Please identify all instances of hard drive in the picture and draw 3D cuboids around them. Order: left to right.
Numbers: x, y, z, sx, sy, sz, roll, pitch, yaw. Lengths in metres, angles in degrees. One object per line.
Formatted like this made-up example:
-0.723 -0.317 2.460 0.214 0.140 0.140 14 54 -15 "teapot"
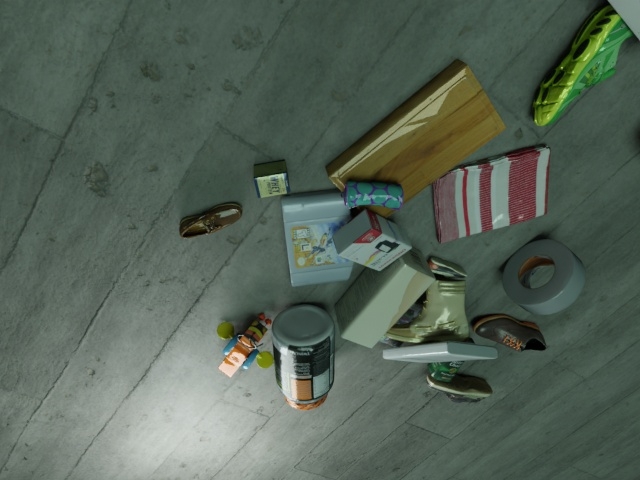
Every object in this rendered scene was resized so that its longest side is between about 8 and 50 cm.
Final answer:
0.374 0.362 1.479 0.203 0.040 0.308 12 158 -27 "hard drive"

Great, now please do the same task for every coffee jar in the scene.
0.463 0.411 1.623 0.096 0.079 0.184 16 119 -19 "coffee jar"

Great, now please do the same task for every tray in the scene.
0.237 -0.234 1.167 0.411 0.076 0.203 -37 120 17 "tray"

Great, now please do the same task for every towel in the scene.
0.483 -0.124 1.299 0.329 0.037 0.236 -15 125 1 "towel"

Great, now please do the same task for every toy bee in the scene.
-0.212 0.318 1.431 0.298 0.162 0.195 -22 113 44 "toy bee"

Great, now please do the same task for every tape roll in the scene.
0.659 0.108 1.368 0.072 0.219 0.219 34 113 -28 "tape roll"

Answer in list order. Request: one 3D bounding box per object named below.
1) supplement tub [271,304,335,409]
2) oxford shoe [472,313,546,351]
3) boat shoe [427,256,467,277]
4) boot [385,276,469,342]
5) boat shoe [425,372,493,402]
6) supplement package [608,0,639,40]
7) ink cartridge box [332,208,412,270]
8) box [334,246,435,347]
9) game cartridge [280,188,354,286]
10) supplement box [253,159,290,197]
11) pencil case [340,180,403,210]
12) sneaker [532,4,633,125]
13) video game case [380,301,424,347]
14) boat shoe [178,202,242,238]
-0.051 0.376 1.455 0.194 0.193 0.315 -4 124 -6 "supplement tub"
0.656 0.324 1.582 0.272 0.098 0.096 8 121 -14 "oxford shoe"
0.389 0.092 1.419 0.137 0.049 0.043 19 116 -16 "boat shoe"
0.326 0.214 1.440 0.262 0.095 0.203 -2 94 18 "boot"
0.509 0.558 1.716 0.286 0.102 0.092 13 116 -23 "boat shoe"
0.741 -0.544 0.941 0.293 0.177 0.175 30 86 -25 "supplement package"
0.141 0.003 1.236 0.175 0.072 0.127 22 130 -40 "ink cartridge box"
0.182 0.160 1.378 0.121 0.148 0.311 25 118 -23 "box"
0.000 0.000 1.300 0.198 0.062 0.297 -5 124 0 "game cartridge"
-0.123 -0.156 1.158 0.084 0.083 0.056 -10 124 -2 "supplement box"
0.131 -0.111 1.150 0.152 0.064 0.070 2 107 -9 "pencil case"
0.629 -0.395 1.096 0.124 0.109 0.295 23 117 -17 "sneaker"
0.245 0.266 1.529 0.173 0.022 0.190 23 117 -21 "video game case"
-0.290 -0.045 1.221 0.178 0.060 0.064 -18 124 3 "boat shoe"
